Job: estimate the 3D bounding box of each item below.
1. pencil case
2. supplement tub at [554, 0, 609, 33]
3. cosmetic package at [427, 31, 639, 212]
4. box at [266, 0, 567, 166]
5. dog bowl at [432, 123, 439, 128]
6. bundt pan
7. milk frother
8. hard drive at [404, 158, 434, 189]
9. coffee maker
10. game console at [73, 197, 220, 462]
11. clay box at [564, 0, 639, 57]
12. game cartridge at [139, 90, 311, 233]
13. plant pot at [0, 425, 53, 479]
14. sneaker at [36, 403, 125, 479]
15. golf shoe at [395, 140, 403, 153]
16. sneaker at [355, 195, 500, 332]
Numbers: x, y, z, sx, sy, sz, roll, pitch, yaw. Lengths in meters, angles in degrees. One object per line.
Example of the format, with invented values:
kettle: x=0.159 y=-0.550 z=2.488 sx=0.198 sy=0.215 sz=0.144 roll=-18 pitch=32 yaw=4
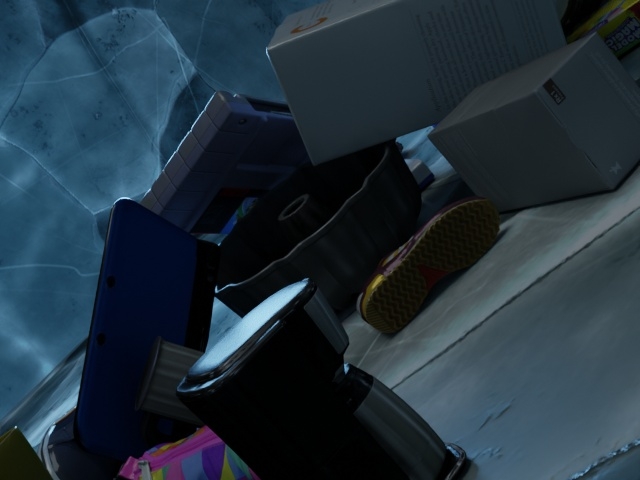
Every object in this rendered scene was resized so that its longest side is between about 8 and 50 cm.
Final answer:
pencil case: x=-0.090 y=0.213 z=0.946 sx=0.236 sy=0.104 sz=0.104 roll=-30 pitch=15 yaw=45
supplement tub: x=0.348 y=-0.415 z=1.563 sx=0.207 sy=0.207 sz=0.338 roll=-33 pitch=0 yaw=40
cosmetic package: x=0.226 y=-0.113 z=1.066 sx=0.107 sy=0.127 sz=0.238 roll=-45 pitch=12 yaw=-20
box: x=0.129 y=-0.255 z=1.340 sx=0.345 sy=0.168 sz=0.215 roll=-18 pitch=20 yaw=13
dog bowl: x=0.273 y=-0.308 z=1.785 sx=0.265 sy=0.104 sz=0.265 roll=-39 pitch=10 yaw=8
bundt pan: x=0.000 y=0.000 z=1.381 sx=0.331 sy=0.124 sz=0.331 roll=-36 pitch=17 yaw=13
milk frother: x=-0.125 y=0.182 z=1.096 sx=0.143 sy=0.134 sz=0.129 roll=164 pitch=122 yaw=-74
hard drive: x=0.025 y=-0.009 z=1.623 sx=0.318 sy=0.040 sz=0.210 roll=-42 pitch=10 yaw=-5
coffee maker: x=-0.010 y=0.142 z=0.713 sx=0.120 sy=0.178 sz=0.171 roll=-34 pitch=13 yaw=42
game console: x=-0.231 y=0.131 z=1.253 sx=0.250 sy=0.173 sz=0.293 roll=-28 pitch=51 yaw=57
clay box: x=0.409 y=-0.296 z=1.366 sx=0.222 sy=0.053 sz=0.127 roll=-36 pitch=11 yaw=35
game cartridge: x=-0.078 y=-0.103 z=1.534 sx=0.355 sy=0.068 sz=0.230 roll=0 pitch=-48 yaw=-51
plant pot: x=-0.368 y=0.364 z=1.091 sx=0.212 sy=0.187 sz=0.212 roll=-36 pitch=11 yaw=33
sneaker: x=-0.291 y=0.255 z=1.442 sx=0.127 sy=0.126 sz=0.321 roll=-45 pitch=7 yaw=14
golf shoe: x=0.097 y=-0.149 z=1.933 sx=0.186 sy=0.067 sz=0.086 roll=-3 pitch=71 yaw=67
sneaker: x=0.110 y=0.017 z=1.110 sx=0.185 sy=0.069 sz=0.084 roll=-41 pitch=15 yaw=-3
